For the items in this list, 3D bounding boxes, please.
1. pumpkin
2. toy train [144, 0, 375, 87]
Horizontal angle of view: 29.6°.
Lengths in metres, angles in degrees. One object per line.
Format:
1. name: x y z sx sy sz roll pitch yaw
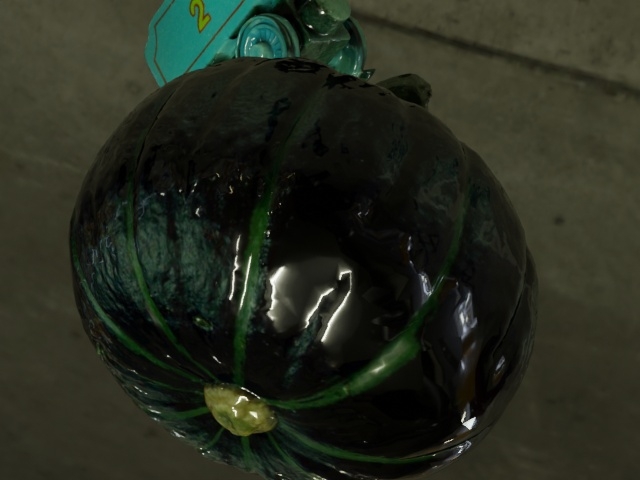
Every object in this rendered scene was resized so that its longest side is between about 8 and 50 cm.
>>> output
1. pumpkin: 0.000 0.000 0.644 0.248 0.248 0.248 15 148 9
2. toy train: -0.058 -0.171 1.038 0.203 0.112 0.163 -42 69 39
